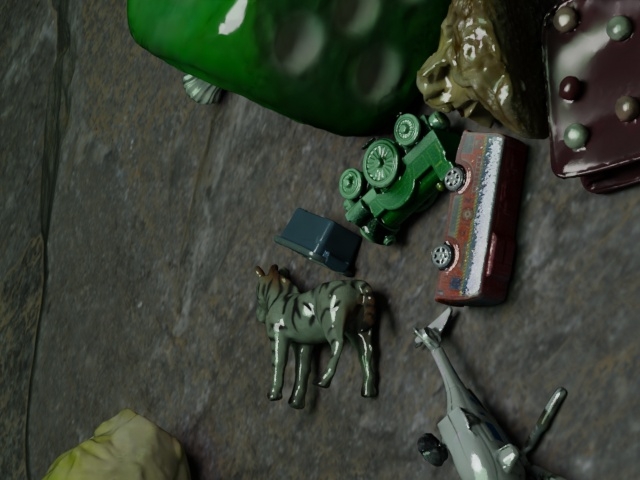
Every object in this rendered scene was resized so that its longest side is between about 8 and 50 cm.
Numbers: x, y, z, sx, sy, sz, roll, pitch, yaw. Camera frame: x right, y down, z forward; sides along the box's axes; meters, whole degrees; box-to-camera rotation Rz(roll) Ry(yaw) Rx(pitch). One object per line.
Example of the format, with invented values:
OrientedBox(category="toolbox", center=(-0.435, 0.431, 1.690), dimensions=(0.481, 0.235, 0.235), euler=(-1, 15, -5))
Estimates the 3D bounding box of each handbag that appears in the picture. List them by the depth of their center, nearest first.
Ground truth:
OrientedBox(category="handbag", center=(0.316, -0.165, 1.357), dimensions=(0.216, 0.074, 0.203), euler=(-18, 67, 47))

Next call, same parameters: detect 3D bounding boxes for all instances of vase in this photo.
OrientedBox(category="vase", center=(-0.134, -0.249, 1.934), dimensions=(0.148, 0.081, 0.081), euler=(-40, 51, 43))

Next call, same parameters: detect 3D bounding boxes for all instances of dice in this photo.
OrientedBox(category="dice", center=(-0.035, -0.301, 1.652), dimensions=(0.297, 0.300, 0.287), euler=(29, 99, 52))

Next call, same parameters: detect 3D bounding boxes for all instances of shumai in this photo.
OrientedBox(category="shumai", center=(0.173, -0.193, 1.476), dimensions=(0.153, 0.161, 0.209), euler=(-21, 81, 43))

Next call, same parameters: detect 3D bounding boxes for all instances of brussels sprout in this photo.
OrientedBox(category="brussels sprout", center=(-0.270, 0.390, 1.802), dimensions=(0.317, 0.242, 0.274), euler=(-61, 17, 11))

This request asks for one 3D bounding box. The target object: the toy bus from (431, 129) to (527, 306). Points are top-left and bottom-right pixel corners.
OrientedBox(category="toy bus", center=(0.174, -0.022, 1.500), dimensions=(0.077, 0.065, 0.192), euler=(4, 83, 43))

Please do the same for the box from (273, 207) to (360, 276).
OrientedBox(category="box", center=(0.000, 0.000, 1.704), dimensions=(0.099, 0.074, 0.054), euler=(23, 84, 51))

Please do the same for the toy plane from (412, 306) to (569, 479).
OrientedBox(category="toy plane", center=(0.156, 0.171, 1.435), dimensions=(0.182, 0.107, 0.273), euler=(-33, 51, 35))

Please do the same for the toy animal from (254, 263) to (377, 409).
OrientedBox(category="toy animal", center=(-0.023, 0.120, 1.684), dimensions=(0.255, 0.090, 0.170), euler=(9, 83, 49))

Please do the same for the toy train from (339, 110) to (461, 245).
OrientedBox(category="toy train", center=(0.097, -0.071, 1.606), dimensions=(0.178, 0.071, 0.105), euler=(-44, 59, 32))
